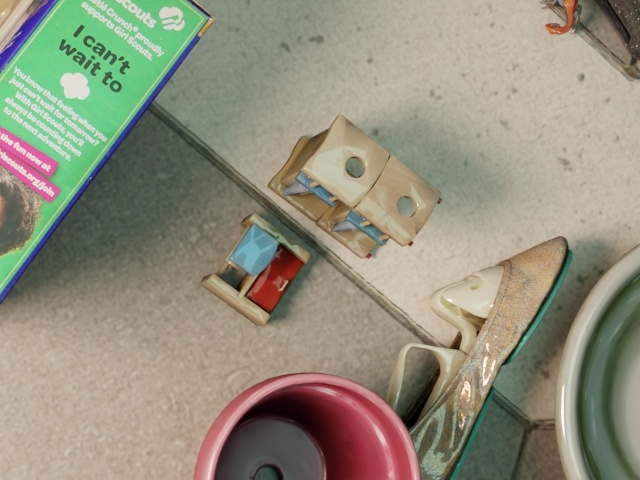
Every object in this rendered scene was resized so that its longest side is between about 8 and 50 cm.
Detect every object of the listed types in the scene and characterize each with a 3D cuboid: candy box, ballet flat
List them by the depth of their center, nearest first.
[{"bbox_3d":[-0.257,-0.084,1.200,0.122,0.268,0.317,37,76,-15],"label":"candy box"},{"bbox_3d":[0.142,0.110,1.394,0.106,0.107,0.316,32,75,-5],"label":"ballet flat"}]

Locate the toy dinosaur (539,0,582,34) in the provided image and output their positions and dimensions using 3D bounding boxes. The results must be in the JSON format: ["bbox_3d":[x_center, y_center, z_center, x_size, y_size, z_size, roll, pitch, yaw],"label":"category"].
[{"bbox_3d":[0.260,-0.260,1.484,0.047,0.090,0.082,7,51,-1],"label":"toy dinosaur"}]

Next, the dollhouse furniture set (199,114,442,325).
[{"bbox_3d":[0.000,0.000,1.344,0.129,0.129,0.183,37,75,-11],"label":"dollhouse furniture set"}]

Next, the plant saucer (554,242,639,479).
[{"bbox_3d":[0.413,0.179,1.470,0.400,0.100,0.400,2,84,-17],"label":"plant saucer"}]

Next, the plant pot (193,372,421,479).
[{"bbox_3d":[-0.029,0.222,1.288,0.201,0.180,0.201,1,85,-17],"label":"plant pot"}]

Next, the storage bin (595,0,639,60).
[{"bbox_3d":[0.396,-0.291,1.510,0.180,0.084,0.122,-34,93,-14],"label":"storage bin"}]

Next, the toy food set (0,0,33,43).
[{"bbox_3d":[-0.417,-0.266,1.260,0.306,0.092,0.220,35,76,-11],"label":"toy food set"}]
